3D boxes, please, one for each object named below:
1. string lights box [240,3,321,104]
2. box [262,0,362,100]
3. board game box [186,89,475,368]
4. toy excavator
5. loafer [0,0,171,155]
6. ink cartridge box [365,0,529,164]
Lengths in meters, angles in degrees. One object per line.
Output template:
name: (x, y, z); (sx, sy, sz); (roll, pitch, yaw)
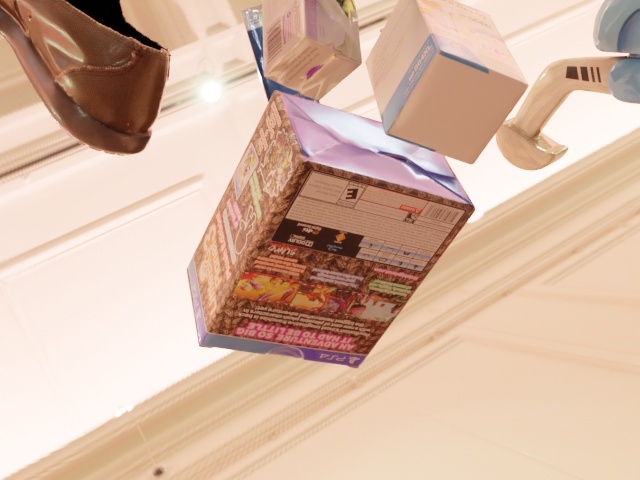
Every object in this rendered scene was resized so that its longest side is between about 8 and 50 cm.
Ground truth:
string lights box: (-0.043, -0.215, 1.172); (0.076, 0.133, 0.260); (-17, -97, -1)
box: (-0.014, -0.284, 0.718); (0.063, 0.067, 0.324); (17, -124, -36)
board game box: (0.000, 0.000, 0.948); (0.232, 0.141, 0.291); (13, -53, -28)
toy excavator: (0.540, -0.316, 1.361); (0.222, 0.445, 0.433); (-24, -59, -45)
loafer: (-0.258, -0.249, 0.776); (0.366, 0.134, 0.130); (49, -67, 15)
ink cartridge box: (0.105, -0.155, 0.691); (0.092, 0.090, 0.143); (15, -141, -21)
